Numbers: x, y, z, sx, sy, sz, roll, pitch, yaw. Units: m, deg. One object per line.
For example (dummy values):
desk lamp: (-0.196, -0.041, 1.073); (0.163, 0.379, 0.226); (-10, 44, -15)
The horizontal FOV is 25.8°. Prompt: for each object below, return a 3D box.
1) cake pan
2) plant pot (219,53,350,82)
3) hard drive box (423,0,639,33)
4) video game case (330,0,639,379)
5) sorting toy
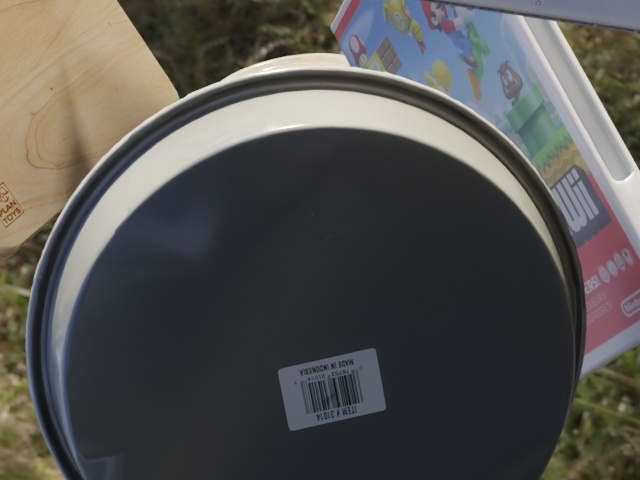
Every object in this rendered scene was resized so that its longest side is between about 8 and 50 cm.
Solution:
cake pan: (0.000, 0.061, 0.700); (0.293, 0.293, 0.054); (-63, 14, 11)
plant pot: (0.000, 0.000, 1.118); (0.256, 0.256, 0.274); (-129, 25, -59)
hard drive box: (0.107, -0.170, 0.485); (0.089, 0.232, 0.181); (-103, 22, -64)
video game case: (0.102, -0.056, 0.819); (0.285, 0.025, 0.204); (64, 158, 12)
sorting toy: (-0.252, -0.135, 0.959); (0.089, 0.255, 0.257); (-24, 17, 33)
